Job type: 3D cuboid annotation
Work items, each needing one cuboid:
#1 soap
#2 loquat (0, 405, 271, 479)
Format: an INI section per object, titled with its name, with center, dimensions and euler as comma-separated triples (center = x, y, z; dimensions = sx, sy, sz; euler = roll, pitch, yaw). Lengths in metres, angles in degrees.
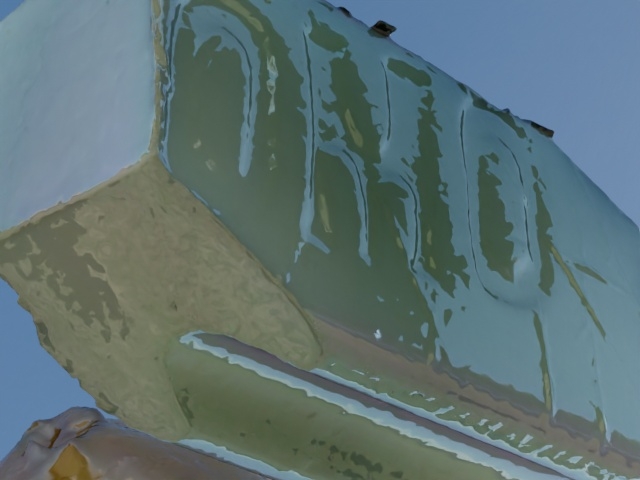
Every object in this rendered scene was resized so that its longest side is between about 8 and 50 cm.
[soap]
center = 0.000, 0.000, 0.633
dimensions = 0.230, 0.145, 0.091
euler = 25, -44, -33
[loquat]
center = -0.067, 0.179, 0.797
dimensions = 0.176, 0.187, 0.234
euler = -24, -85, -15
